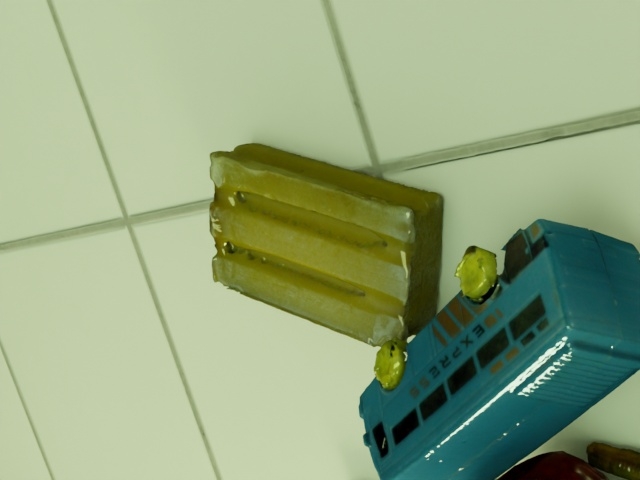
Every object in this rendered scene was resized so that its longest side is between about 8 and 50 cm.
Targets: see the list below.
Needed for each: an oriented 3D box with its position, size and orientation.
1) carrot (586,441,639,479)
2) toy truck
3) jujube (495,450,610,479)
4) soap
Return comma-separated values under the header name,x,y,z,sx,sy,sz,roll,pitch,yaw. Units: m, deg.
name,x,y,z,sx,sy,sz,roll,pitch,yaw
carrot,0.377,0.260,1.088,0.170,0.042,0.042,12,116,38
toy truck,0.186,0.141,1.069,0.385,0.161,0.162,-51,34,42
jujube,0.305,0.398,1.099,0.223,0.223,0.318,-41,79,42
soap,0.000,0.000,1.244,0.314,0.091,0.199,16,120,32
